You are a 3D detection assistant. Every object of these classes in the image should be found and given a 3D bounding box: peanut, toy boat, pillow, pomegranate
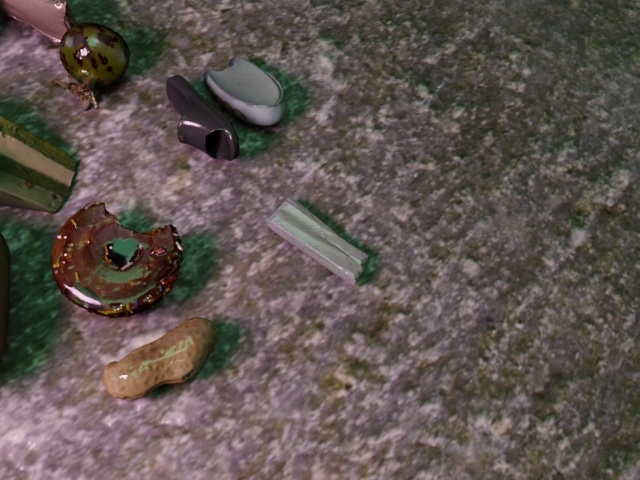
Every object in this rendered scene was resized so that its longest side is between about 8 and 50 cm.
[{"bbox_3d":[-0.272,0.206,1.255,0.214,0.099,0.099,-22,68,-25],"label":"peanut"},{"bbox_3d":[-0.161,-0.321,1.594,0.208,0.079,0.134,39,52,22],"label":"toy boat"},{"bbox_3d":[-0.632,-0.508,1.521,0.270,0.173,0.067,29,71,3],"label":"pillow"},{"bbox_3d":[-0.481,-0.370,1.504,0.148,0.148,0.169,30,71,4],"label":"pomegranate"}]

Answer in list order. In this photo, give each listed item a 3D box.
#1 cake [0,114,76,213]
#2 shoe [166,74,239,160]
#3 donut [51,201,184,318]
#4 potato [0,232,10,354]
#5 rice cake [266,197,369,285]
[{"bbox_3d":[-0.640,-0.147,1.390,0.283,0.172,0.158,29,60,-35],"label":"cake"},{"bbox_3d":[-0.266,-0.240,1.498,0.093,0.108,0.241,-33,66,-25],"label":"shoe"},{"bbox_3d":[-0.369,0.045,1.318,0.230,0.096,0.216,10,62,-8],"label":"donut"},{"bbox_3d":[-0.628,0.093,1.154,0.243,0.221,0.326,2,58,-25],"label":"potato"},{"bbox_3d":[0.000,0.001,1.460,0.222,0.042,0.080,35,55,9],"label":"rice cake"}]
